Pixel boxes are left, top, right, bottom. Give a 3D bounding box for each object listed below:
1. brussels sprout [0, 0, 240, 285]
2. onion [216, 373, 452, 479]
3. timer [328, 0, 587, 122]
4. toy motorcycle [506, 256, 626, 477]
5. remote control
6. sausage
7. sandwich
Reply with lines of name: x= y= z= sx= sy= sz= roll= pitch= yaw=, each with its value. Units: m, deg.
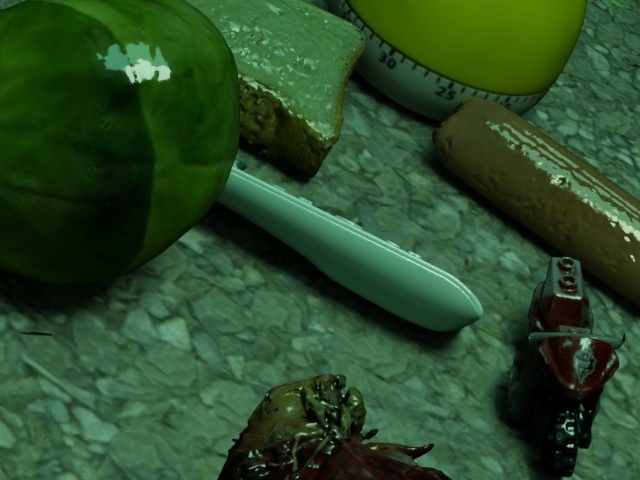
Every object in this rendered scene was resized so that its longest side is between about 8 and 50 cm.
brussels sprout: x=-0.197 y=-0.080 z=1.164 sx=0.271 sy=0.220 sz=0.210 roll=3 pitch=22 yaw=-1
onion: x=0.033 y=0.236 z=0.911 sx=0.280 sy=0.221 sz=0.281 roll=12 pitch=57 yaw=-20
timer: x=0.161 y=-0.281 z=1.584 sx=0.285 sy=0.285 sz=0.285 roll=18 pitch=37 yaw=-14
toy motorcycle: x=0.198 y=0.089 z=1.283 sx=0.082 sy=0.122 sz=0.213 roll=10 pitch=36 yaw=-1
remote control: x=0.000 y=-0.001 z=1.308 sx=0.293 sy=0.051 sz=0.103 roll=29 pitch=-5 yaw=2
sausage: x=0.234 y=-0.037 z=1.490 sx=0.289 sy=0.086 sz=0.086 roll=36 pitch=36 yaw=14
sandwich: x=-0.085 y=-0.184 z=1.465 sx=0.251 sy=0.087 sz=0.226 roll=26 pitch=32 yaw=-5
